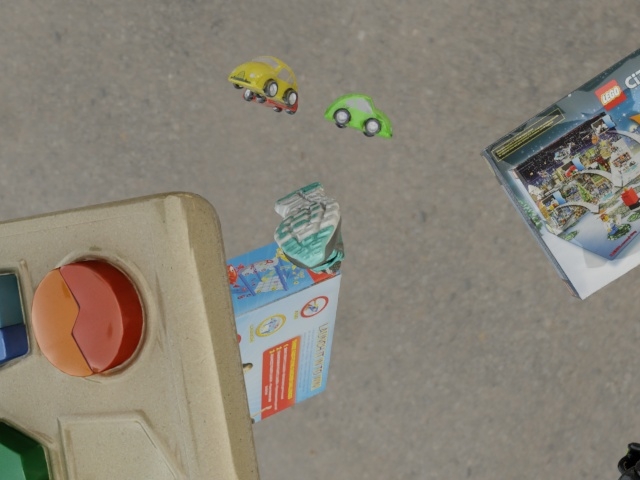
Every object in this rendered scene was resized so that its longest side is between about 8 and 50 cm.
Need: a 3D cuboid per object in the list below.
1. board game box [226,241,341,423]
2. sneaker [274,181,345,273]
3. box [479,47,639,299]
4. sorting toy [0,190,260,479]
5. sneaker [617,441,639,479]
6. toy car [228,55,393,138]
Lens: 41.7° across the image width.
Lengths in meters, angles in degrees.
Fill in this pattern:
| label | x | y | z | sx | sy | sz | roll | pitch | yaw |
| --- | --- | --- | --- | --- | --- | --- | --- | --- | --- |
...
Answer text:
| label | x | y | z | sx | sy | sz | roll | pitch | yaw |
| --- | --- | --- | --- | --- | --- | --- | --- | --- | --- |
| board game box | -0.132 | 0.157 | 1.142 | 0.086 | 0.301 | 0.308 | 55 | 155 | 32 |
| sneaker | 0.000 | 0.000 | 0.767 | 0.064 | 0.166 | 0.076 | -26 | 106 | 7 |
| box | 0.284 | -0.077 | 0.746 | 0.233 | 0.044 | 0.159 | -33 | 88 | 5 |
| sorting toy | -0.145 | 0.139 | 0.476 | 0.228 | 0.041 | 0.308 | -8 | 92 | 19 |
| sneaker | 0.321 | 0.259 | 0.783 | 0.097 | 0.234 | 0.084 | 20 | 104 | 9 |
| toy car | -0.004 | -0.192 | 1.144 | 0.224 | 0.239 | 0.053 | 18 | 93 | 0 |
